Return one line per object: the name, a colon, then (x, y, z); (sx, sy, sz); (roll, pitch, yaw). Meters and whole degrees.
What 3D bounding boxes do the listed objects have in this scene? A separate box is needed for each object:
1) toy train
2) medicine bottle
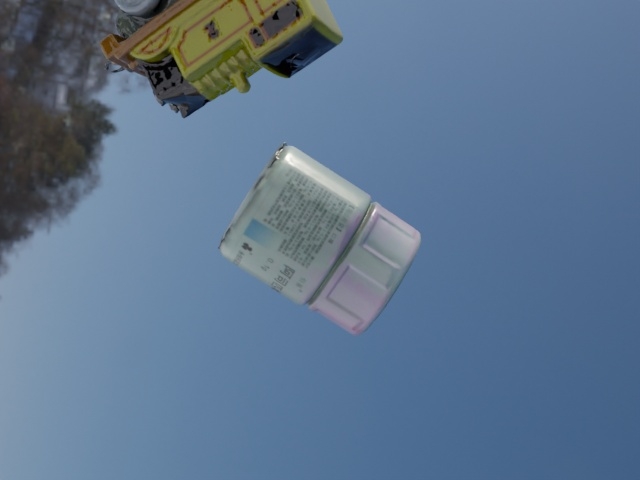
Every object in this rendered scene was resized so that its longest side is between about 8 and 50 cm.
toy train: (-0.074, -0.171, 0.738); (0.219, 0.089, 0.127); (-31, -105, 17)
medicine bottle: (0.000, 0.000, 0.945); (0.135, 0.168, 0.135); (-58, -177, 4)
